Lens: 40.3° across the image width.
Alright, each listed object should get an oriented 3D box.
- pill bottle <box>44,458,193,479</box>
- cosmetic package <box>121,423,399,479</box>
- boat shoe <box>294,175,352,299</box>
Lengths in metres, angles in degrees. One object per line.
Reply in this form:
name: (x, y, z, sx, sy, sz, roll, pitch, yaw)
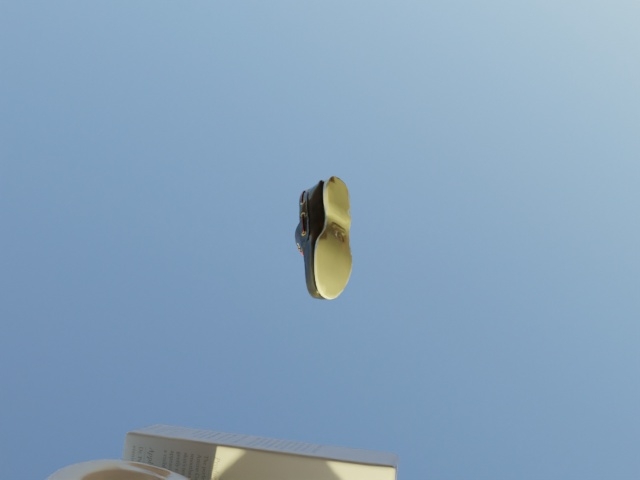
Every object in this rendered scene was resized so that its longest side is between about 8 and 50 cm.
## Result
pill bottle: (-0.161, 0.300, 0.636, 0.137, 0.245, 0.136, 14, -173, -2)
cosmetic package: (-0.053, 0.228, 0.743, 0.231, 0.117, 0.085, 7, 175, 8)
boat shoe: (0.001, 0.001, 0.805, 0.049, 0.042, 0.133, 39, -140, -38)
